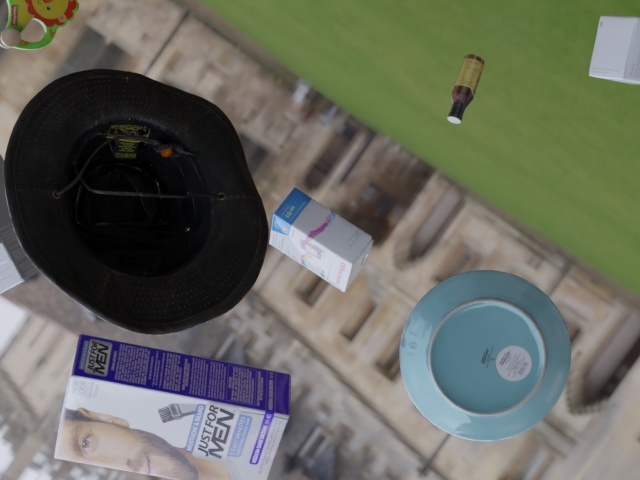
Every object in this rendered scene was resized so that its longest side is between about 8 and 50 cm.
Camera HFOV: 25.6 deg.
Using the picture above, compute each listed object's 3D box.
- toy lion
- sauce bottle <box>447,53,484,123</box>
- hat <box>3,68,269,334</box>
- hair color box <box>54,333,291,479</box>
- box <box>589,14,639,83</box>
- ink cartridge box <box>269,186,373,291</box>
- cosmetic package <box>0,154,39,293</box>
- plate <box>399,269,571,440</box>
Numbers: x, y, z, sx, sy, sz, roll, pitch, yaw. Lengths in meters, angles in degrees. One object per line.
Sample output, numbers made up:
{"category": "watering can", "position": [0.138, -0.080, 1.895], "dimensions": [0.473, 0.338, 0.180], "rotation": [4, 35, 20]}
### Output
{"category": "toy lion", "position": [-0.346, -0.284, 1.734], "dimensions": [0.096, 0.100, 0.034], "rotation": [3, -178, -23]}
{"category": "sauce bottle", "position": [0.257, -0.269, 2.513], "dimensions": [0.042, 0.128, 0.042], "rotation": [19, 164, 6]}
{"category": "hat", "position": [-0.225, -0.028, 1.625], "dimensions": [0.331, 0.331, 0.134], "rotation": [35, 144, -6]}
{"category": "hair color box", "position": [-0.230, 0.274, 2.197], "dimensions": [0.338, 0.185, 0.110], "rotation": [12, -144, -8]}
{"category": "box", "position": [0.491, -0.297, 2.209], "dimensions": [0.087, 0.102, 0.101], "rotation": [9, -174, -23]}
{"category": "ink cartridge box", "position": [0.000, 0.000, 1.799], "dimensions": [0.122, 0.052, 0.088], "rotation": [32, 155, 10]}
{"category": "cosmetic package", "position": [-0.510, -0.039, 2.078], "dimensions": [0.238, 0.127, 0.107], "rotation": [60, -151, -8]}
{"category": "plate", "position": [0.180, 0.126, 1.525], "dimensions": [0.188, 0.188, 0.024], "rotation": [35, -179, 0]}
